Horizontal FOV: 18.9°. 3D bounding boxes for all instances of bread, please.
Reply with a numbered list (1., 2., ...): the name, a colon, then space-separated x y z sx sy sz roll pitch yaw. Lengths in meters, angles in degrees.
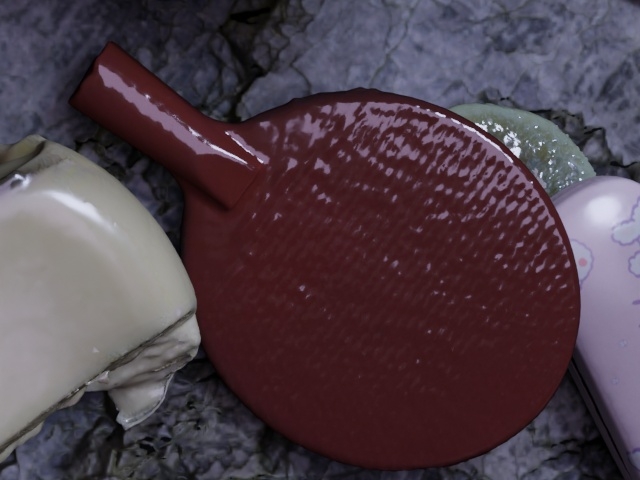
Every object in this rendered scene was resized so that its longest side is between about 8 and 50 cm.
1. bread: 0.117 -0.048 1.458 0.193 0.036 0.112 -22 96 -17

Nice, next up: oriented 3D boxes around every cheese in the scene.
1. cheese: -0.219 0.064 1.310 0.266 0.127 0.233 -32 102 -12

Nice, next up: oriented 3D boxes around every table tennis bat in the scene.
1. table tennis bat: 0.000 0.000 1.388 0.415 0.051 0.268 36 98 -7

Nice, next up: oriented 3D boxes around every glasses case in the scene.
1. glasses case: 0.252 0.090 1.472 0.113 0.075 0.297 -30 104 -10
